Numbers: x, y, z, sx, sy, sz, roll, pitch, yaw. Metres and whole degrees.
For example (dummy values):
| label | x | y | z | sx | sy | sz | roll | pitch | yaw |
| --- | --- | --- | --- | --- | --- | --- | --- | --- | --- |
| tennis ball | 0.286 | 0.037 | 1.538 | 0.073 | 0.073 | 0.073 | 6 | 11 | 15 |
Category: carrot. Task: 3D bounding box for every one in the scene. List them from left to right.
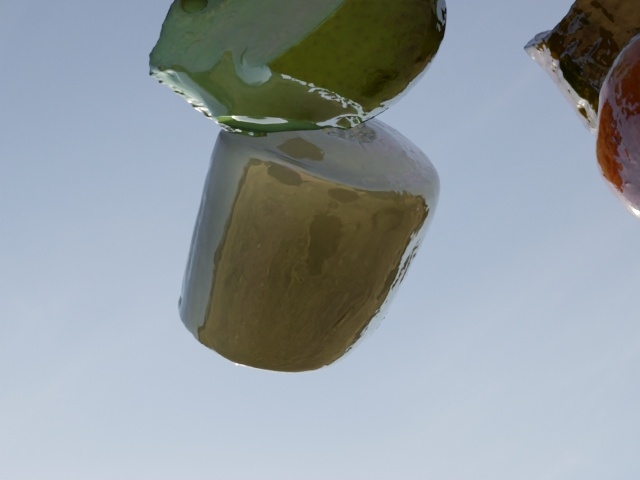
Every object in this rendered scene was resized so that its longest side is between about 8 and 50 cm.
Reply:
| label | x | y | z | sx | sy | sz | roll | pitch | yaw |
| --- | --- | --- | --- | --- | --- | --- | --- | --- | --- |
| carrot | 0.459 | -0.214 | 1.317 | 0.241 | 0.340 | 0.241 | -37 | -12 | -9 |

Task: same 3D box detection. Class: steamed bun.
| label | x | y | z | sx | sy | sz | roll | pitch | yaw |
| --- | --- | --- | --- | --- | --- | --- | --- | --- | --- |
| steamed bun | 0.000 | 0.000 | 1.478 | 0.456 | 0.290 | 0.371 | -33 | -36 | -62 |

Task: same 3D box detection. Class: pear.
| label | x | y | z | sx | sy | sz | roll | pitch | yaw |
| --- | --- | --- | --- | --- | --- | --- | --- | --- | --- |
| pear | 0.003 | -0.230 | 0.976 | 0.176 | 0.282 | 0.286 | 35 | -115 | -48 |

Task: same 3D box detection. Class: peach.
| label | x | y | z | sx | sy | sz | roll | pitch | yaw |
| --- | --- | --- | --- | --- | --- | --- | --- | --- | --- |
| peach | 0.398 | -0.137 | 0.996 | 0.232 | 0.232 | 0.256 | -10 | -50 | -26 |
